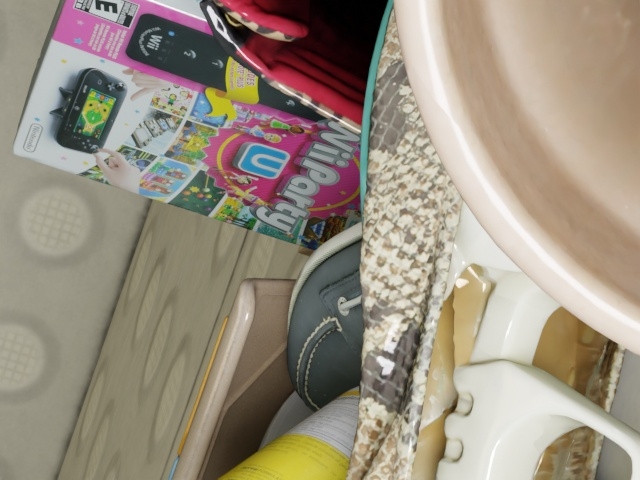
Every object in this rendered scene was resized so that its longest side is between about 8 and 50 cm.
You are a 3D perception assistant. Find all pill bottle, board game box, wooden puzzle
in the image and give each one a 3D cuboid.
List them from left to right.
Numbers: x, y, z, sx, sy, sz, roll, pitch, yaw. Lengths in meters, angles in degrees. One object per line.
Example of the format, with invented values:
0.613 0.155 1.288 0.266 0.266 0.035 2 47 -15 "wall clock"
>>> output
-0.039 -0.105 1.319 0.224 0.303 0.097 124 160 -56 "board game box"
-0.038 0.127 1.335 0.238 0.044 0.221 0 -68 -63 "wooden puzzle"
0.017 0.140 1.021 0.184 0.103 0.103 -30 -19 -39 "pill bottle"

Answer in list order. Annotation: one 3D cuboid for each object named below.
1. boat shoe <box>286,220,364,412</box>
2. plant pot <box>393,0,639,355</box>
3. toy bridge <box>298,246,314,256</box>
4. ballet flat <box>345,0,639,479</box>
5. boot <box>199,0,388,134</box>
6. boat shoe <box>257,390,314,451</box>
0.054 0.050 1.135 0.319 0.116 0.099 -47 24 53 "boat shoe"
0.172 -0.109 0.593 0.263 0.263 0.229 -66 -5 26 "plant pot"
0.000 0.000 1.677 0.063 0.026 0.188 139 147 -66 "toy bridge"
0.095 0.076 0.891 0.182 0.164 0.483 0 76 55 "ballet flat"
-0.014 -0.222 1.112 0.138 0.377 0.284 -44 13 29 "boot"
-0.016 0.224 1.272 0.088 0.096 0.267 141 137 -62 "boat shoe"
